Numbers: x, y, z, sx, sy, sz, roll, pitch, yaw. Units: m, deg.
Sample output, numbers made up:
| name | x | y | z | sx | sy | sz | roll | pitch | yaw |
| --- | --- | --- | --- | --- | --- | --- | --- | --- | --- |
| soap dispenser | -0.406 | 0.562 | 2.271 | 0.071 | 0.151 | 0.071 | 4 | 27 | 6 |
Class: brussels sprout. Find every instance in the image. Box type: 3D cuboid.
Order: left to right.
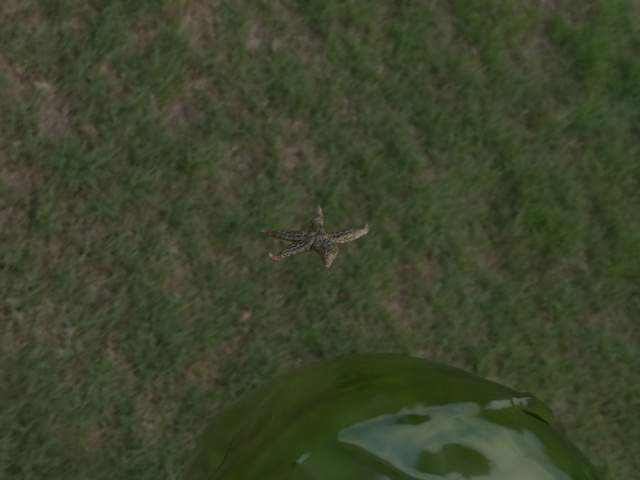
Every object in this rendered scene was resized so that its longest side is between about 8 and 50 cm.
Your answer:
| name | x | y | z | sx | sy | sz | roll | pitch | yaw |
| --- | --- | --- | --- | --- | --- | --- | --- | --- | --- |
| brussels sprout | 0.053 | 0.261 | 0.813 | 0.342 | 0.425 | 0.361 | 18 | 81 | -32 |

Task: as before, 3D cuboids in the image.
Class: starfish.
| name | x | y | z | sx | sy | sz | roll | pitch | yaw |
| --- | --- | --- | --- | --- | --- | --- | --- | --- | --- |
| starfish | 0.000 | 0.000 | 0.884 | 0.092 | 0.086 | 0.016 | -13 | 120 | -27 |
